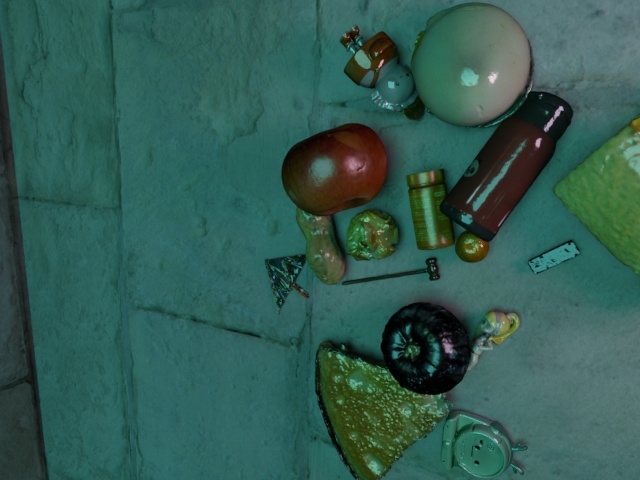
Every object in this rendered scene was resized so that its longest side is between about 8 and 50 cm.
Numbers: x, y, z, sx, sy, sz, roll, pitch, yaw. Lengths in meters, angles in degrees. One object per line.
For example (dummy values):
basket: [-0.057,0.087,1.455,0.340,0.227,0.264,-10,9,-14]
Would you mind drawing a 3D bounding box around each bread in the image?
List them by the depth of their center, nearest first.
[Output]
bread: [0.673,-0.048,0.934,0.375,0.165,0.236,50,147,10]

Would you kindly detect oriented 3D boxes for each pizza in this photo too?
pizza: [0.118,0.465,1.416,0.392,0.080,0.435,42,115,15]

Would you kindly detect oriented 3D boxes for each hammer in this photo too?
hammer: [0.184,0.098,1.339,0.292,0.029,0.058,-12,92,32]

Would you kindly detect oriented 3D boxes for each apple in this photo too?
apple: [0.035,-0.175,1.235,0.272,0.251,0.206,-18,91,-1]

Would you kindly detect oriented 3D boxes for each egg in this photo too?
egg: [0.329,-0.399,1.070,0.264,0.174,0.286,-14,88,20]

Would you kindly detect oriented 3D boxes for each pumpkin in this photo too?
pumpkin: [0.264,0.275,1.233,0.233,0.163,0.233,-4,83,40]

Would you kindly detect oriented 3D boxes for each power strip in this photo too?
power strip: [0.540,0.039,1.128,0.111,0.029,0.038,-31,84,27]

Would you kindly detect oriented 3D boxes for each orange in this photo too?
orange: [0.372,0.015,1.192,0.083,0.070,0.083,-3,83,24]

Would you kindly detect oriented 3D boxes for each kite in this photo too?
kite: [-0.108,0.123,1.510,0.189,0.009,0.232,37,116,16]

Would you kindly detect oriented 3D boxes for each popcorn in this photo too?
popcorn: [0.137,-0.016,1.292,0.141,0.162,0.135,-3,62,7]

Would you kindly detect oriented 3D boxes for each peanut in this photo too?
peanut: [0.000,0.000,1.371,0.101,0.117,0.263,-15,90,10]

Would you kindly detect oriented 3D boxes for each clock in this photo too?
clock: [0.425,0.545,1.270,0.211,0.066,0.159,6,103,27]

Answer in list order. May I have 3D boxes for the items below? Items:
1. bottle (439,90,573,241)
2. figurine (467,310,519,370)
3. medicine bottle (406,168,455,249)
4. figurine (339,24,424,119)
bottle: [0.416,-0.169,1.079,0.144,0.144,0.336,38,106,17]
figurine: [0.420,0.250,1.216,0.083,0.083,0.187,33,107,19]
medicine bottle: [0.275,-0.077,1.212,0.096,0.096,0.192,-7,96,29]
figurine: [0.154,-0.410,1.207,0.143,0.143,0.271,-28,110,30]
